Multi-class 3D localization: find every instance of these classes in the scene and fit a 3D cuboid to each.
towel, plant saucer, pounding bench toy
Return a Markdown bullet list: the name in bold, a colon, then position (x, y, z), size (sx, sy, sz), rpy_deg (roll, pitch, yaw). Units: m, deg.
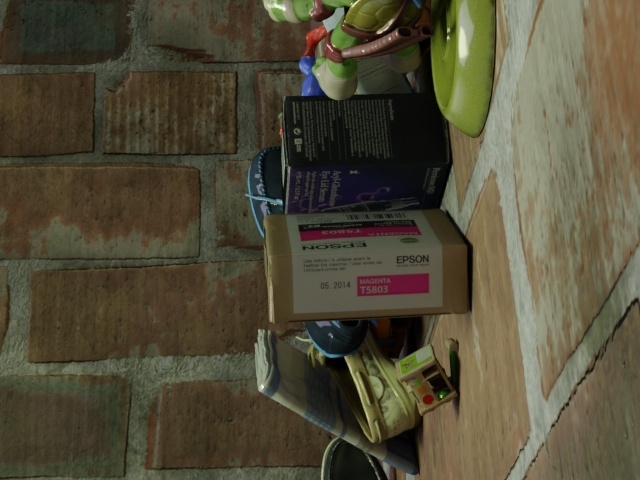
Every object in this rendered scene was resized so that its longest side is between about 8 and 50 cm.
- **towel**: position (0.022, 0.246, 2.033), size (0.034, 0.285, 0.209), rpy_deg (-56, 13, 14)
- **plant saucer**: position (0.152, -0.233, 1.457), size (0.241, 0.037, 0.241), rpy_deg (178, 90, -86)
- **pounding bench toy**: position (0.146, 0.167, 1.626), size (0.065, 0.083, 0.052), rpy_deg (57, -172, -16)

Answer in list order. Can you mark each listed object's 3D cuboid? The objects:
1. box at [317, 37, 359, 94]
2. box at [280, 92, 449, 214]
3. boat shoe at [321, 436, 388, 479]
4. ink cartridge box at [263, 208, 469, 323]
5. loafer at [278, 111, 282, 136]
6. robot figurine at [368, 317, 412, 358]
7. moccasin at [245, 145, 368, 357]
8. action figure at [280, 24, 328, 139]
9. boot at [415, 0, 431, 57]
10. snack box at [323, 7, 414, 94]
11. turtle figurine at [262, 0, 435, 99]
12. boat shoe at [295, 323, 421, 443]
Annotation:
- **box**: position (0.054, -0.200, 2.263), size (0.311, 0.121, 0.148), rpy_deg (93, 173, -48)
- **box**: position (0.053, -0.106, 1.698), size (0.153, 0.207, 0.108), rpy_deg (94, 173, -64)
- **boat shoe**: position (0.074, 0.481, 2.196), size (0.113, 0.127, 0.340), rpy_deg (101, 166, -67)
- **ink cartridge box**: position (0.050, 0.027, 1.590), size (0.193, 0.235, 0.088), rpy_deg (-109, 17, -75)
- **loafer**: position (0.029, -0.119, 2.048), size (0.094, 0.251, 0.087), rpy_deg (-15, 49, 45)
- **robot figurine**: position (0.095, 0.042, 2.005), size (0.291, 0.085, 0.211), rpy_deg (93, 169, -47)
- **moccasin**: position (0.000, 0.000, 1.950), size (0.342, 0.138, 0.117), rpy_deg (63, 158, 15)
- **action figure**: position (0.023, -0.203, 1.873), size (0.091, 0.139, 0.280), rpy_deg (53, -144, -35)
- **boot**: position (0.114, -0.299, 1.779), size (0.197, 0.073, 0.152), rpy_deg (84, 176, -66)
- **snack box**: position (0.062, -0.255, 1.777), size (0.207, 0.070, 0.174), rpy_deg (53, -168, -51)
- **turtle figurine**: position (0.036, -0.302, 1.506), size (0.198, 0.275, 0.266), rpy_deg (-56, -15, -21)
- **boat shoe**: position (0.041, 0.182, 1.993), size (0.285, 0.089, 0.104), rpy_deg (48, 152, 34)
